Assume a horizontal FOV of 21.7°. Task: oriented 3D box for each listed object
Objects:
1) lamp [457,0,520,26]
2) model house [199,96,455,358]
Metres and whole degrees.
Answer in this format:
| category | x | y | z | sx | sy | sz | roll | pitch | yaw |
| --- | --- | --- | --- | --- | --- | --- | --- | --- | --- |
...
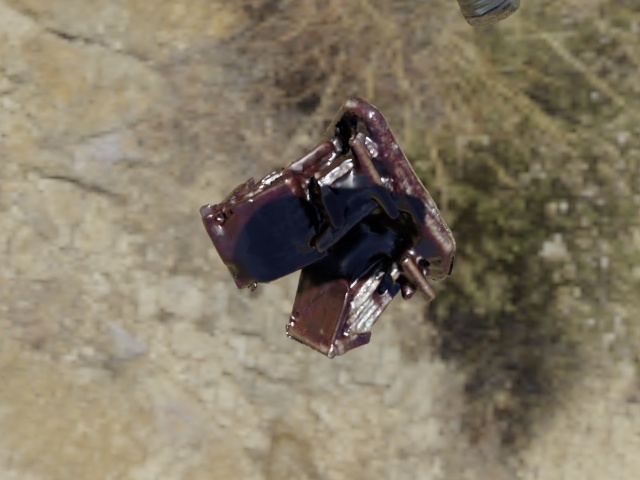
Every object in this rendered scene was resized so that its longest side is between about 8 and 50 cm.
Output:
| category | x | y | z | sx | sy | sz | roll | pitch | yaw |
| --- | --- | --- | --- | --- | --- | --- | --- | --- | --- |
| lamp | 0.123 | -0.199 | 0.873 | 0.283 | 0.203 | 0.125 | 44 | 23 | -67 |
| model house | 0.008 | 0.005 | 1.432 | 0.164 | 0.141 | 0.203 | -46 | 114 | -26 |
